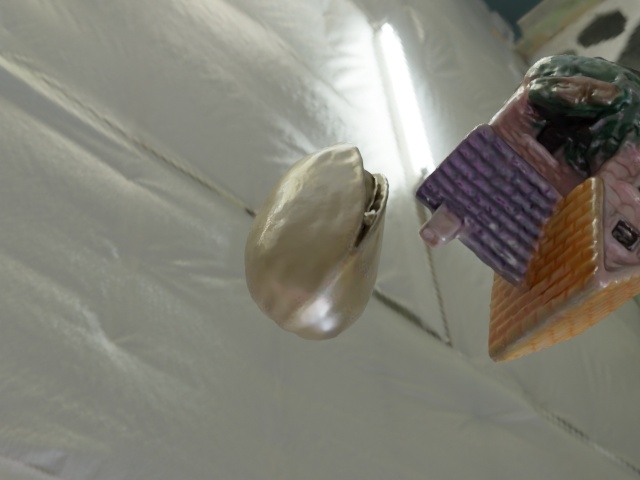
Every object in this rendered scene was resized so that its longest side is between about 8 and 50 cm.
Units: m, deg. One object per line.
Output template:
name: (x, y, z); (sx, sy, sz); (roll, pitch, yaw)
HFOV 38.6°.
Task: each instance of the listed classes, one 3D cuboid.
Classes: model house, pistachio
model house: (0.235, -0.028, 0.903); (0.237, 0.202, 0.237); (45, -125, -1)
pistachio: (0.000, 0.000, 0.853); (0.126, 0.152, 0.223); (40, -143, -21)
